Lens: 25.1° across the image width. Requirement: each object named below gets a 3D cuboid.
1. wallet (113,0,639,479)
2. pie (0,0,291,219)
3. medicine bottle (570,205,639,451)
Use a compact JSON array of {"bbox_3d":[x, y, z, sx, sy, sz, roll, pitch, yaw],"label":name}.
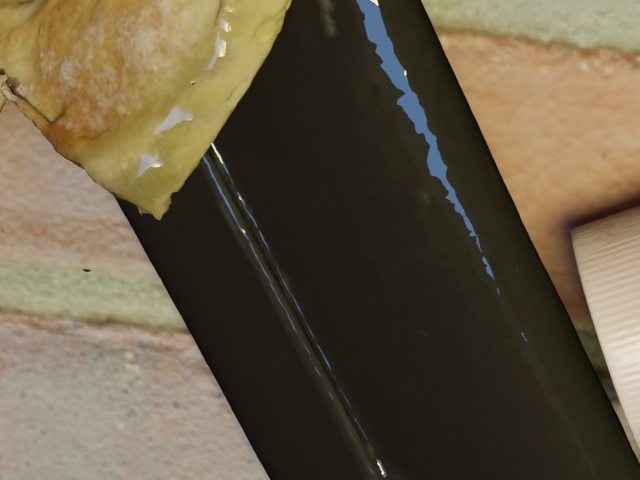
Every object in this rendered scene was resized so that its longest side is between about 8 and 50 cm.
[{"bbox_3d":[0.000,0.000,0.731,0.228,0.062,0.406,-14,111,37],"label":"wallet"},{"bbox_3d":[-0.145,-0.157,0.641,0.337,0.075,0.337,6,100,37],"label":"pie"},{"bbox_3d":[0.260,0.013,0.707,0.250,0.133,0.133,-17,109,14],"label":"medicine bottle"}]
